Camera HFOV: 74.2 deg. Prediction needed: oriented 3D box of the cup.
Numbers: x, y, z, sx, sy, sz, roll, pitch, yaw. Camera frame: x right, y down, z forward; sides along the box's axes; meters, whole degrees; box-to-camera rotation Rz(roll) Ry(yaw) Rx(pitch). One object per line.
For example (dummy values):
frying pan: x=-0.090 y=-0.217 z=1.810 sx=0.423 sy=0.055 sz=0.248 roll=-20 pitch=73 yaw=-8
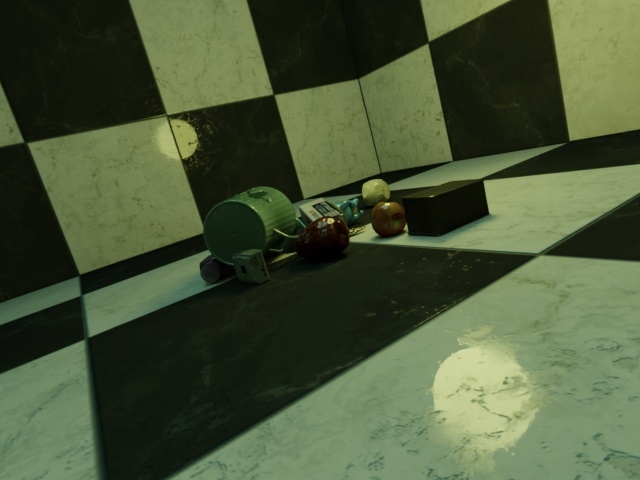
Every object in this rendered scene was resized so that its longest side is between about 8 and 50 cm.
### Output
cup: x=-0.249 y=-0.068 z=1.774 sx=0.399 sy=0.311 sz=0.392 roll=-11 pitch=9 yaw=12

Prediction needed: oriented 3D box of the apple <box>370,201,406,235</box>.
apple: x=0.265 y=-0.089 z=1.666 sx=0.146 sy=0.131 sz=0.146 roll=-12 pitch=7 yaw=1

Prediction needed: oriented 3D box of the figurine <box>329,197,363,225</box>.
figurine: x=0.111 y=-0.140 z=2.084 sx=0.262 sy=0.154 sz=0.179 roll=-35 pitch=13 yaw=-37

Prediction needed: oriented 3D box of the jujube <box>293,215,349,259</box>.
jujube: x=0.000 y=0.000 z=1.590 sx=0.236 sy=0.168 sz=0.168 roll=-26 pitch=1 yaw=44

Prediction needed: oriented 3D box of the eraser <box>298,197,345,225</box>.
eraser: x=0.004 y=-0.102 z=1.854 sx=0.130 sy=0.086 sz=0.287 roll=-20 pitch=26 yaw=-13

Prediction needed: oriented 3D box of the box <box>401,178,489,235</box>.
box: x=0.456 y=-0.126 z=1.557 sx=0.273 sy=0.144 sz=0.184 roll=-20 pitch=12 yaw=-25

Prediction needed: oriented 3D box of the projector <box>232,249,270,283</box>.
projector: x=-0.257 y=0.095 z=1.533 sx=0.061 sy=0.115 sz=0.147 roll=-22 pitch=12 yaw=-36

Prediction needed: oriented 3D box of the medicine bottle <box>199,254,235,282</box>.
medicine bottle: x=-0.432 y=0.110 z=1.756 sx=0.119 sy=0.095 sz=0.188 roll=-17 pitch=11 yaw=5

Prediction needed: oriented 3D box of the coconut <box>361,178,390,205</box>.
coconut: x=0.312 y=-0.277 z=2.470 sx=0.162 sy=0.161 sz=0.161 roll=-11 pitch=12 yaw=31

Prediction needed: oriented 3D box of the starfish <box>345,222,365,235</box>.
starfish: x=0.080 y=-0.039 z=1.858 sx=0.235 sy=0.062 sz=0.277 roll=-19 pitch=20 yaw=-21
